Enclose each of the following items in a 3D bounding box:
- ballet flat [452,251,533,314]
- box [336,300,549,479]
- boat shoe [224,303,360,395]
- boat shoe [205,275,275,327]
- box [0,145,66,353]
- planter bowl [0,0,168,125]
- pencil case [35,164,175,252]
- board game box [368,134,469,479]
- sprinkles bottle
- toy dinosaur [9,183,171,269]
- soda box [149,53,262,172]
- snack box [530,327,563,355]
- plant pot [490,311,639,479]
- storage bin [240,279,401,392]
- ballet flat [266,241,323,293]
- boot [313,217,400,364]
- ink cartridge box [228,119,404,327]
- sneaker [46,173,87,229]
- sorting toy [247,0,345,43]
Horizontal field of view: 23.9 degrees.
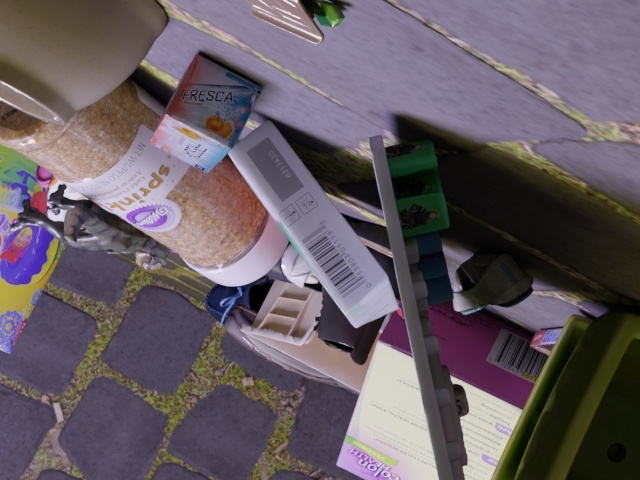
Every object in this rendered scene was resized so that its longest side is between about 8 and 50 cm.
[{"bbox_3d":[0.156,0.035,1.432,0.052,0.057,0.168,55,165,-3],"label":"ballet flat"},{"bbox_3d":[0.158,0.205,1.802,0.213,0.117,0.243,25,134,10],"label":"box"},{"bbox_3d":[0.028,0.152,2.239,0.355,0.130,0.132,23,174,-21],"label":"boat shoe"},{"bbox_3d":[-0.085,0.085,2.358,0.258,0.109,0.089,-2,148,38],"label":"boat shoe"},{"bbox_3d":[-0.465,-0.050,1.933,0.279,0.290,0.177,19,169,45],"label":"box"},{"bbox_3d":[-0.209,-0.154,1.129,0.162,0.109,0.162,25,171,4],"label":"planter bowl"},{"bbox_3d":[-0.234,-0.067,1.828,0.209,0.098,0.095,32,126,-32],"label":"pencil case"},{"bbox_3d":[0.110,0.142,1.235,0.050,0.390,0.390,-11,168,3],"label":"board game box"},{"bbox_3d":[-0.167,-0.072,1.469,0.121,0.121,0.355,20,169,39],"label":"sprinkles bottle"},{"bbox_3d":[-0.238,-0.016,1.529,0.118,0.064,0.268,18,-179,16],"label":"toy dinosaur"},{"bbox_3d":[-0.099,-0.104,1.277,0.063,0.058,0.183,27,173,-8],"label":"soda box"},{"bbox_3d":[0.277,0.115,1.604,0.064,0.022,0.178,26,172,-5],"label":"snack box"},{"bbox_3d":[0.299,0.201,1.412,0.227,0.228,0.207,26,178,-9],"label":"plant pot"},{"bbox_3d":[0.069,0.135,2.030,0.262,0.123,0.260,30,172,-19],"label":"storage bin"},{"bbox_3d":[-0.001,0.030,1.778,0.203,0.074,0.074,25,175,-41],"label":"ballet flat"},{"bbox_3d":[0.009,0.044,1.592,0.077,0.137,0.198,32,171,-32],"label":"boot"},{"bbox_3d":[0.000,0.000,1.389,0.181,0.056,0.225,53,176,13],"label":"ink cartridge box"},{"bbox_3d":[-0.229,-0.069,1.637,0.121,0.099,0.262,17,156,3],"label":"sneaker"},{"bbox_3d":[-0.016,-0.143,0.931,0.083,0.012,0.062,27,168,23],"label":"sorting toy"}]
